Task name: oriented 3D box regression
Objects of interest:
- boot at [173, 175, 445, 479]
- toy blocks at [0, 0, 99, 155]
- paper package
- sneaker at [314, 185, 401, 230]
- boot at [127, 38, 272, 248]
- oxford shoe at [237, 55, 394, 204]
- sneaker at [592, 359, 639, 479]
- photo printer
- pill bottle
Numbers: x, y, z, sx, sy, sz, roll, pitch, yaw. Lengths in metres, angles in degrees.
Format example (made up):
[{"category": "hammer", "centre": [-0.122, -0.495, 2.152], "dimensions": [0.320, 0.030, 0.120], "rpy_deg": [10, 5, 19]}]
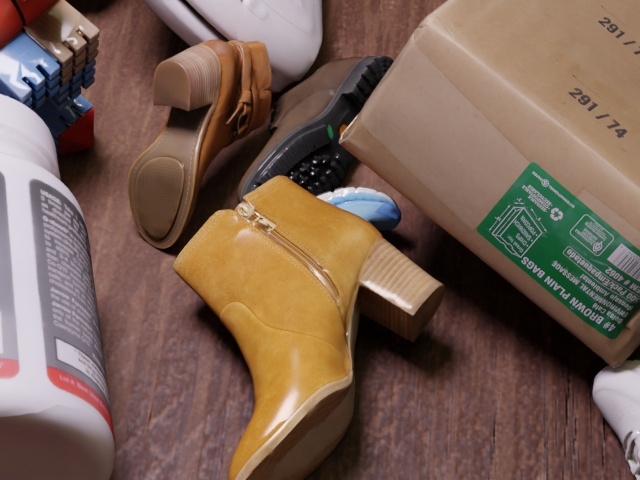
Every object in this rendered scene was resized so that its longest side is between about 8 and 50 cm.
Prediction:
[{"category": "boot", "centre": [-0.052, 0.081, 1.529], "dimensions": [0.211, 0.104, 0.295], "rpy_deg": [30, 58, 21]}, {"category": "toy blocks", "centre": [-0.317, -0.212, 1.623], "dimensions": [0.261, 0.381, 0.191], "rpy_deg": [42, 67, 10]}, {"category": "paper package", "centre": [0.232, -0.099, 1.586], "dimensions": [0.325, 0.168, 0.309], "rpy_deg": [40, 40, 6]}, {"category": "sneaker", "centre": [0.000, 0.000, 1.653], "dimensions": [0.162, 0.063, 0.073], "rpy_deg": [-13, 64, -8]}, {"category": "boot", "centre": [-0.106, -0.095, 1.671], "dimensions": [0.073, 0.197, 0.152], "rpy_deg": [24, 25, 23]}, {"category": "oxford shoe", "centre": [-0.017, -0.099, 1.732], "dimensions": [0.096, 0.083, 0.227], "rpy_deg": [11, 46, 41]}, {"category": "sneaker", "centre": [0.306, 0.196, 1.479], "dimensions": [0.095, 0.090, 0.235], "rpy_deg": [-34, 57, -19]}, {"category": "photo printer", "centre": [-0.104, -0.312, 1.801], "dimensions": [0.107, 0.256, 0.307], "rpy_deg": [-29, 42, 27]}, {"category": "pill bottle", "centre": [-0.292, 0.056, 1.465], "dimensions": [0.210, 0.210, 0.363], "rpy_deg": [-5, 48, -9]}]
